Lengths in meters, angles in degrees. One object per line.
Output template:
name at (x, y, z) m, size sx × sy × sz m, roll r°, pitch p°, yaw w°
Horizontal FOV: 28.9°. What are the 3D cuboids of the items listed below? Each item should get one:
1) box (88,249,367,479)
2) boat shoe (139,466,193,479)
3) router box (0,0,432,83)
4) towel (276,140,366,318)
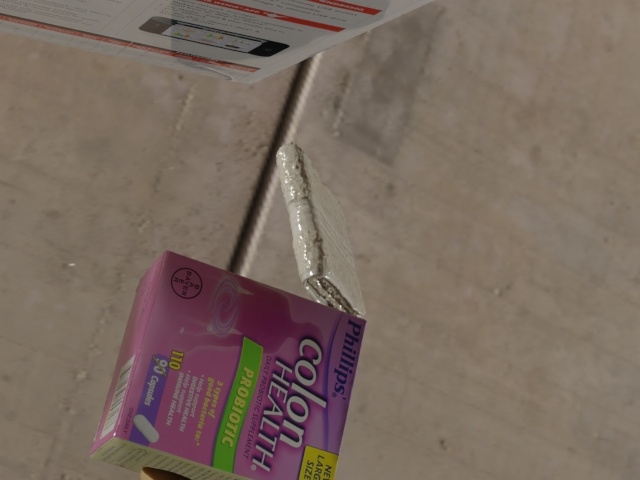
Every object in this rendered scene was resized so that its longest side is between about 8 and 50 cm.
box at (-0.097, 0.160, 1.347) m, size 0.243 × 0.117 × 0.213 m, roll 21°, pitch -116°, yaw -16°
boat shoe at (-0.113, 0.233, 1.006) m, size 0.073 × 0.207 × 0.073 m, roll 19°, pitch -95°, yaw -16°
router box at (-0.138, -0.184, 0.724) m, size 0.336 × 0.301 × 0.082 m, roll 10°, pitch -96°, yaw -23°
towel at (0.000, 0.000, 1.634) m, size 0.049 × 0.282 × 0.187 m, roll -16°, pitch -110°, yaw 8°
